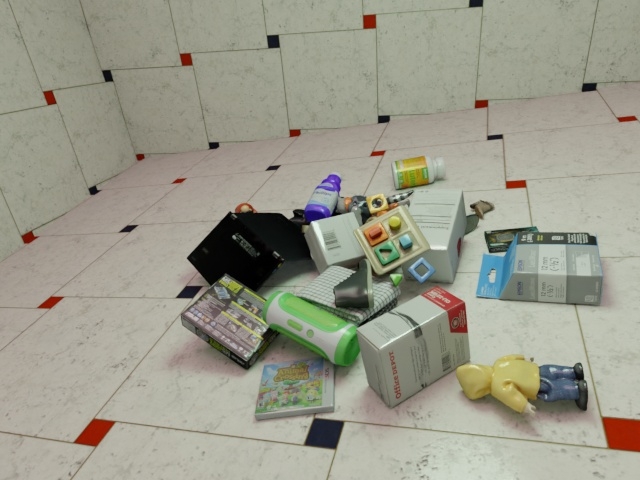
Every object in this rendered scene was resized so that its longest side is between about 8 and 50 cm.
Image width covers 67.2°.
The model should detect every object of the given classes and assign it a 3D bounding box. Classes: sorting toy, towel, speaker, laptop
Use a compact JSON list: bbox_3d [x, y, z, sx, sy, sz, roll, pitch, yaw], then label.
[{"bbox_3d":[0.224,-0.009,1.538,0.196,0.047,0.347,-27,65,-2],"label":"sorting toy"},{"bbox_3d":[0.087,0.199,1.545,0.284,0.121,0.235,14,31,35],"label":"towel"},{"bbox_3d":[-0.026,0.252,1.406,0.297,0.131,0.131,22,42,31],"label":"speaker"},{"bbox_3d":[-0.243,0.066,1.930,0.408,0.236,0.382,-48,53,-5],"label":"laptop"}]

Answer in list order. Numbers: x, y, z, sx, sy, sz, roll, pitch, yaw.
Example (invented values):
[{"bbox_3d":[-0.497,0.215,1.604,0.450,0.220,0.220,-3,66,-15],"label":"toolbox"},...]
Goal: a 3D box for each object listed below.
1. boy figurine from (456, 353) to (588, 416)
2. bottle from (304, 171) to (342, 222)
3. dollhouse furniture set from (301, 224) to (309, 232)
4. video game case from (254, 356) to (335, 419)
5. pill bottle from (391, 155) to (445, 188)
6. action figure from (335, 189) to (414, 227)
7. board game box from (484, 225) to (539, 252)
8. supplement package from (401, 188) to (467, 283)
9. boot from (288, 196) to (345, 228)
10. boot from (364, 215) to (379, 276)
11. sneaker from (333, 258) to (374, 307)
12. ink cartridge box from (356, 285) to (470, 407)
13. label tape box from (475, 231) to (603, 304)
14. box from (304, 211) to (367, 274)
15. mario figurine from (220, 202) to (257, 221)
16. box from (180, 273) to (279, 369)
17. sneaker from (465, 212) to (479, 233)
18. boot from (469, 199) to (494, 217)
[{"bbox_3d":[0.471,0.343,1.141,0.285,0.092,0.177,-4,29,18],"label":"boy figurine"},{"bbox_3d":[0.024,-0.195,2.130,0.118,0.092,0.282,8,47,20],"label":"bottle"},{"bbox_3d":[0.000,0.000,1.940,0.182,0.101,0.161,6,-1,-16],"label":"dollhouse furniture set"},{"bbox_3d":[-0.066,0.402,1.333,0.213,0.023,0.193,-9,28,7],"label":"video game case"},{"bbox_3d":[0.475,-0.338,2.345,0.246,0.136,0.136,-10,28,7],"label":"pill bottle"},{"bbox_3d":[0.231,-0.156,2.084,0.330,0.178,0.341,2,33,6],"label":"action figure"},{"bbox_3d":[0.700,-0.004,1.749,0.186,0.026,0.126,-5,29,14],"label":"board game box"},{"bbox_3d":[0.395,-0.020,1.682,0.175,0.177,0.293,3,48,27],"label":"supplement package"},{"bbox_3d":[-0.017,-0.129,2.215,0.207,0.094,0.246,8,40,27],"label":"boot"},{"bbox_3d":[0.247,-0.008,1.718,0.207,0.248,0.090,-31,39,-34],"label":"boot"},{"bbox_3d":[0.097,0.124,1.460,0.118,0.083,0.222,-4,26,4],"label":"sneaker"},{"bbox_3d":[0.245,0.272,1.254,0.273,0.197,0.114,-24,28,-21],"label":"ink cartridge box"},{"bbox_3d":[0.681,0.076,1.519,0.348,0.115,0.249,3,32,24],"label":"label tape box"},{"bbox_3d":[0.061,0.014,1.777,0.182,0.119,0.180,-14,70,-22],"label":"box"},{"bbox_3d":[-0.328,-0.081,2.169,0.198,0.170,0.320,20,23,-29],"label":"mario figurine"},{"bbox_3d":[-0.269,0.251,1.531,0.270,0.060,0.216,29,49,17],"label":"box"},{"bbox_3d":[0.494,-0.073,1.902,0.226,0.086,0.163,-22,32,-15],"label":"sneaker"},{"bbox_3d":[0.676,-0.132,1.987,0.087,0.042,0.118,-8,34,-7],"label":"boot"}]
